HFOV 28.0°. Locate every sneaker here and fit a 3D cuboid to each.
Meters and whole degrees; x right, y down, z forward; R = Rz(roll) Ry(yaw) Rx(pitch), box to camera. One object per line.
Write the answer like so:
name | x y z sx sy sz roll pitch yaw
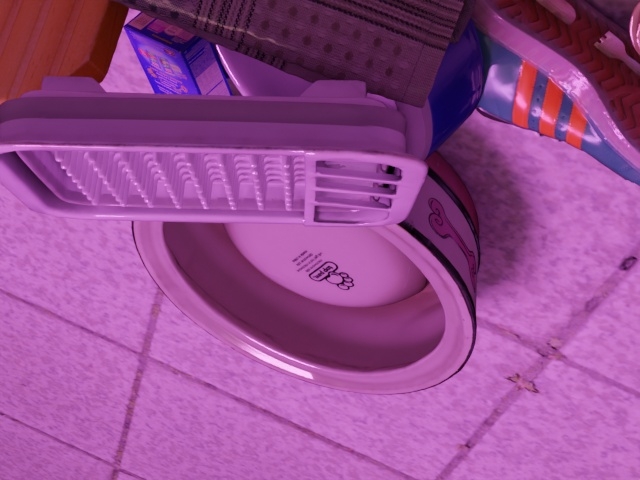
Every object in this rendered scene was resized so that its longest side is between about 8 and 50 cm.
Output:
sneaker | 0.216 -0.142 1.170 0.302 0.108 0.121 40 147 -11

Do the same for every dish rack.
dish rack | -0.087 -0.070 1.036 0.333 0.072 0.285 1 171 -1

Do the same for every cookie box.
cookie box | -0.136 -0.168 1.263 0.092 0.040 0.107 29 152 38

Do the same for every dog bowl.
dog bowl | 0.000 0.000 1.460 0.408 0.150 0.408 16 145 12
dog bowl | 0.016 -0.179 1.157 0.265 0.104 0.265 39 157 20

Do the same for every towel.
towel | -0.013 -0.289 0.974 0.324 0.312 0.056 20 -171 -1

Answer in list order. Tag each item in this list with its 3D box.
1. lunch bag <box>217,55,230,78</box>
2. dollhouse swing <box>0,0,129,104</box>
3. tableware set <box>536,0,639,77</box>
lunch bag | -0.115 -0.212 1.311 0.098 0.067 0.065 10 144 23
dollhouse swing | -0.315 -0.314 1.087 0.347 0.305 0.315 3 141 32
tableware set | 0.262 -0.205 1.064 0.194 0.039 0.128 34 125 -15
